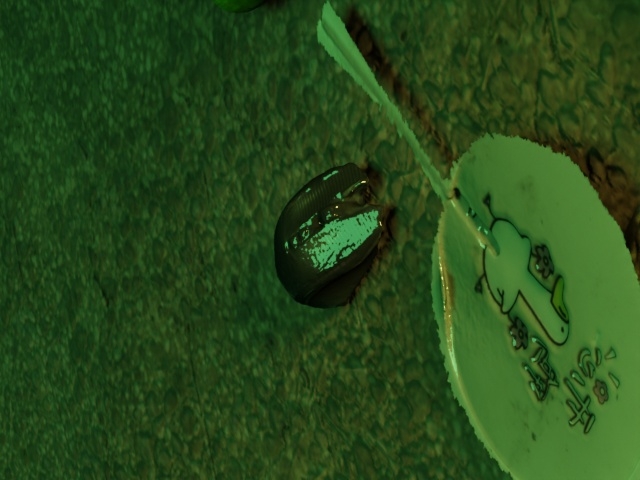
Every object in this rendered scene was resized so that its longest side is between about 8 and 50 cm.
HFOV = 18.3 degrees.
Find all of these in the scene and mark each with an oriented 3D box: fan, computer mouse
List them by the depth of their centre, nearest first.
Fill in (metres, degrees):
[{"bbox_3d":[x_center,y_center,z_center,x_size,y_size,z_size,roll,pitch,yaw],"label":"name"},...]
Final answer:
[{"bbox_3d":[0.094,-0.012,1.222,0.415,0.012,0.233,60,147,33],"label":"fan"},{"bbox_3d":[0.000,0.000,1.368,0.135,0.047,0.079,-48,58,50],"label":"computer mouse"}]

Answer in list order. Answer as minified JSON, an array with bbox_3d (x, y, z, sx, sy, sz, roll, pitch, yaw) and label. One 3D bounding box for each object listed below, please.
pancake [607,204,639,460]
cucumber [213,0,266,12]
[{"bbox_3d":[0.213,0.059,1.053,0.199,0.021,0.199,20,113,55],"label":"pancake"},{"bbox_3d":[-0.021,-0.225,1.342,0.250,0.056,0.056,-54,52,52],"label":"cucumber"}]
